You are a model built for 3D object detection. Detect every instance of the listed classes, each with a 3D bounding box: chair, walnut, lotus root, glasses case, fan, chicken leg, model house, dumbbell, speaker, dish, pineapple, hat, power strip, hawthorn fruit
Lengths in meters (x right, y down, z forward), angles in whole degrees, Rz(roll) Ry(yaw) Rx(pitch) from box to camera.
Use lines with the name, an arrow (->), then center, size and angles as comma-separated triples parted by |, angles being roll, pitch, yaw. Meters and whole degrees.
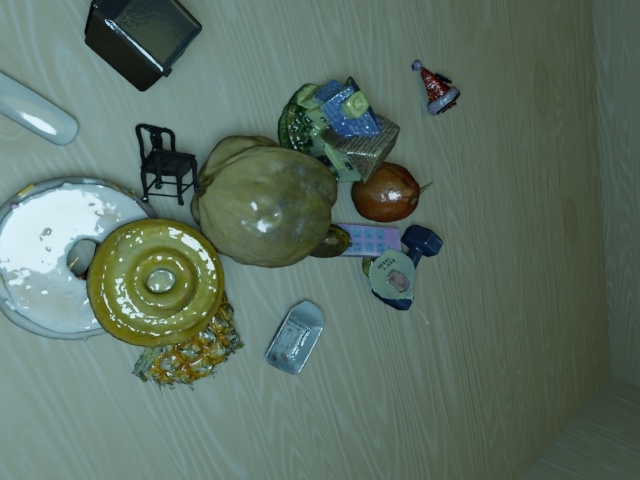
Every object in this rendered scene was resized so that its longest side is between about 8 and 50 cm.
chair -> -0.376, -0.206, 0.999 | 0.106, 0.113, 0.229 | 2, 70, -43
walnut -> -0.146, -0.095, 1.094 | 0.383, 0.383, 0.384 | -6, 100, -32
lotus root -> 0.000, 0.000, 1.320 | 0.209, 0.120, 0.120 | 4, 96, -5
glasses case -> -0.644, -0.289, 0.904 | 0.204, 0.051, 0.081 | 36, 78, -32
fan -> 0.297, 0.176, 1.444 | 0.182, 0.010, 0.310 | -40, 97, -15
chicken leg -> 0.198, 0.048, 1.502 | 0.093, 0.070, 0.178 | 2, 84, -17
model house -> 0.060, -0.314, 1.238 | 0.261, 0.266, 0.321 | -51, 120, -21
dumbbell -> 0.326, 0.100, 1.544 | 0.316, 0.156, 0.144 | -59, 151, -11
speaker -> -0.403, -0.463, 0.928 | 0.192, 0.230, 0.153 | 41, 75, -30
dish -> -0.086, 0.308, 1.352 | 0.154, 0.064, 0.234 | 36, 78, -32
pineapple -> -0.295, 0.271, 1.123 | 0.286, 0.209, 0.345 | 29, 80, -33
hat -> 0.422, -0.580, 1.542 | 0.227, 0.128, 0.140 | 49, 28, -11
power strip -> 0.163, 0.005, 1.443 | 0.278, 0.037, 0.109 | 3, 76, -23
hawthorn fruit -> 0.237, -0.165, 1.370 | 0.210, 0.262, 0.211 | 3, 87, -54

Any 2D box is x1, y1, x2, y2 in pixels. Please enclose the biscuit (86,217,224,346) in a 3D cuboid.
biscuit -> -0.359, 0.092, 0.924 | 0.296, 0.102, 0.297 | 7, 78, -32

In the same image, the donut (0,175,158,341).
donut -> -0.550, 0.037, 0.960 | 0.382, 0.142, 0.383 | -6, 100, -32
